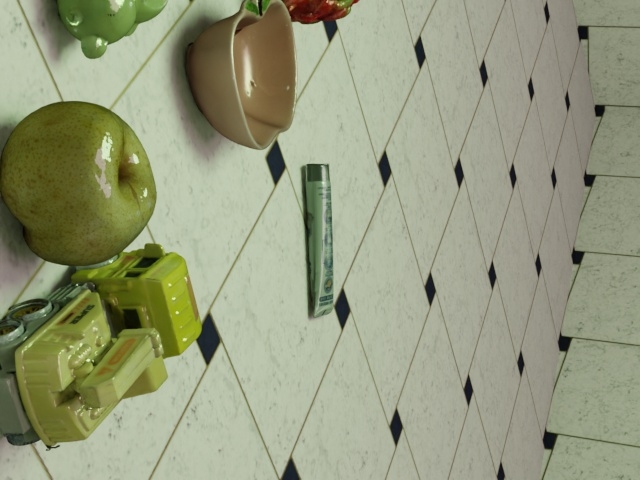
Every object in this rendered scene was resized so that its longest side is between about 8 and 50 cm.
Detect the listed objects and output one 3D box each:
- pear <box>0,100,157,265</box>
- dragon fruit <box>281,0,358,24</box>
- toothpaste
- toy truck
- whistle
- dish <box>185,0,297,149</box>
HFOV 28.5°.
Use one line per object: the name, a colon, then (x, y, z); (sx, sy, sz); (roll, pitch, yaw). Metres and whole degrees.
pear: (-0.244, -0.059, 1.259); (0.167, 0.136, 0.167); (-6, 90, -68)
dragon fruit: (-0.020, -0.385, 1.804); (0.160, 0.166, 0.172); (-57, 178, 17)
toothpaste: (0.000, 0.000, 1.953); (0.062, 0.039, 0.239); (-13, 102, -62)
toy truck: (-0.217, 0.103, 1.277); (0.272, 0.157, 0.124); (-47, 130, -59)
whistle: (-0.221, -0.281, 1.394); (0.227, 0.085, 0.105); (-54, 137, -54)
dish: (-0.109, -0.225, 1.652); (0.213, 0.090, 0.213); (1, 90, -68)
